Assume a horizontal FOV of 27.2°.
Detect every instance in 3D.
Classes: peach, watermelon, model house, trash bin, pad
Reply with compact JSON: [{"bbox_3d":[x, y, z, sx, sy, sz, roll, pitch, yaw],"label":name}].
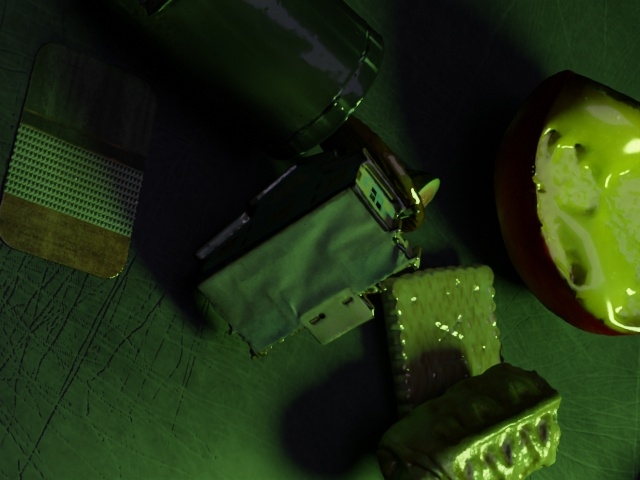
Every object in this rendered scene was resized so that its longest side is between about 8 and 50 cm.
[{"bbox_3d":[0.387,-0.062,1.914,0.306,0.242,0.380,-7,100,-21],"label":"peach"},{"bbox_3d":[0.099,-0.059,1.792,0.069,0.087,0.163,37,47,15],"label":"watermelon"},{"bbox_3d":[0.000,0.000,1.598,0.178,0.271,0.206,49,22,-17],"label":"model house"},{"bbox_3d":[-0.098,-0.264,1.555,0.301,0.203,0.252,40,19,-27],"label":"trash bin"},{"bbox_3d":[-0.314,-0.118,1.435,0.323,0.055,0.250,32,61,-52],"label":"pad"}]

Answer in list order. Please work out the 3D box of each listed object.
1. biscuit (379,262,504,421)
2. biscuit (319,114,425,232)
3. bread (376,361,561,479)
[{"bbox_3d":[0.177,0.197,1.803,0.217,0.044,0.324,-8,89,-40],"label":"biscuit"},{"bbox_3d":[0.057,-0.083,1.626,0.027,0.188,0.188,-40,109,-15],"label":"biscuit"},{"bbox_3d":[0.188,0.263,1.694,0.268,0.130,0.152,-20,61,-40],"label":"bread"}]
